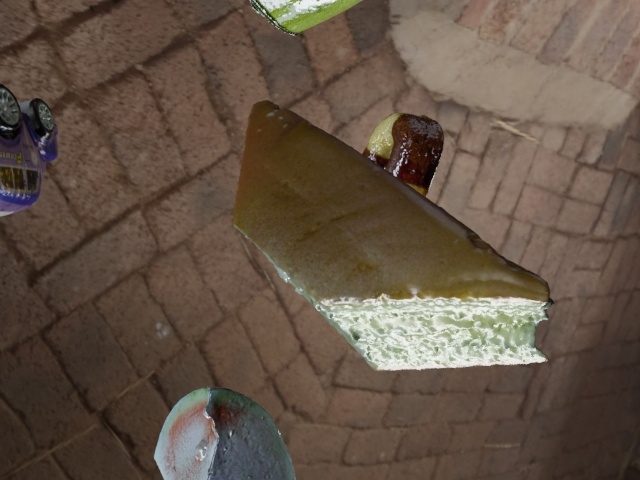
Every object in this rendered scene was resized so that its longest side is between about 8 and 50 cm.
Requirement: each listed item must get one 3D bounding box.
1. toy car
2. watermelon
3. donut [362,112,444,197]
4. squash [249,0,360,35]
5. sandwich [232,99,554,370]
[{"bbox_3d":[-0.462,-0.109,0.963,0.235,0.172,0.158,-14,91,-80],"label":"toy car"},{"bbox_3d":[-0.218,0.415,1.325,0.320,0.289,0.214,68,30,-30],"label":"watermelon"},{"bbox_3d":[0.116,-0.114,1.106,0.073,0.166,0.184,16,114,-23],"label":"donut"},{"bbox_3d":[0.034,-0.586,1.354,0.263,0.384,0.263,38,40,-41],"label":"squash"},{"bbox_3d":[0.020,0.006,0.457,0.096,0.258,0.094,-42,141,-11],"label":"sandwich"}]
